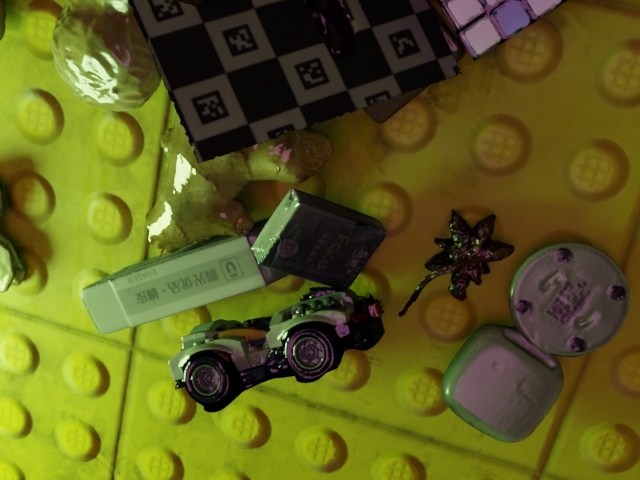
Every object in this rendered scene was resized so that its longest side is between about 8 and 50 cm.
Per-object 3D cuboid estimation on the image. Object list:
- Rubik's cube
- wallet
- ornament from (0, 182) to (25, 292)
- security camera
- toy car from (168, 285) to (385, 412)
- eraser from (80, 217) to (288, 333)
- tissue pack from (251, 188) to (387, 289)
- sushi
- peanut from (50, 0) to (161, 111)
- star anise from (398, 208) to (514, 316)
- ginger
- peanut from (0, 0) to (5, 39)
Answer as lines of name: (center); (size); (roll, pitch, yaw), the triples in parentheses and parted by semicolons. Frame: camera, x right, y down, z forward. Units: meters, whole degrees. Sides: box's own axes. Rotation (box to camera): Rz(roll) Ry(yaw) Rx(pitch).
Rubik's cube: (0.204, -0.319, 0.870); (0.154, 0.151, 0.155); (-33, 97, 18)
wallet: (0.097, -0.238, 0.968); (0.152, 0.039, 0.118); (-39, 91, 30)
ornament: (-0.567, -0.010, 1.179); (0.180, 0.059, 0.201); (-4, 108, 16)
security camera: (0.295, 0.136, 1.032); (0.157, 0.080, 0.302); (34, 101, 2)
toy car: (-0.053, 0.140, 1.051); (0.301, 0.193, 0.118); (-20, 88, 17)
eraser: (-0.191, 0.054, 1.115); (0.351, 0.061, 0.089); (-19, 102, 17)
tissue pack: (0.000, 0.000, 1.022); (0.156, 0.051, 0.112); (17, 119, -35)
sushi: (-0.059, -0.294, 0.880); (0.343, 0.064, 0.359); (-23, 84, -20)
peanut: (-0.282, -0.292, 0.990); (0.196, 0.110, 0.233); (25, 108, 32)
star anise: (0.178, 0.040, 1.030); (0.097, 0.070, 0.191); (39, 113, -4)
ginger: (-0.108, -0.132, 1.023); (0.236, 0.166, 0.376); (11, 126, -7)
peanut: (-0.469, -0.385, 1.018); (0.125, 0.111, 0.275); (13, 113, -8)
